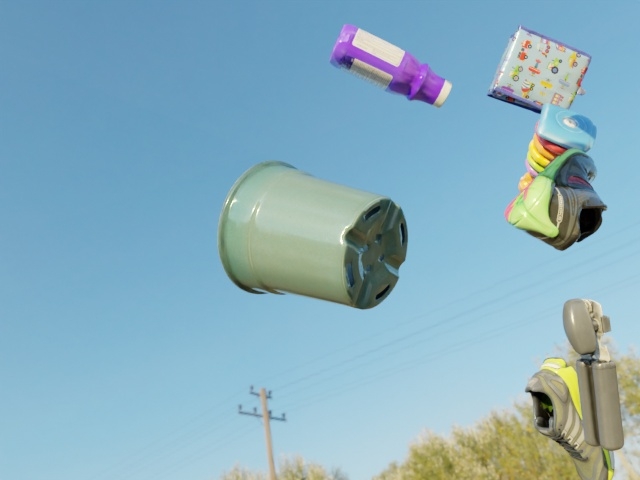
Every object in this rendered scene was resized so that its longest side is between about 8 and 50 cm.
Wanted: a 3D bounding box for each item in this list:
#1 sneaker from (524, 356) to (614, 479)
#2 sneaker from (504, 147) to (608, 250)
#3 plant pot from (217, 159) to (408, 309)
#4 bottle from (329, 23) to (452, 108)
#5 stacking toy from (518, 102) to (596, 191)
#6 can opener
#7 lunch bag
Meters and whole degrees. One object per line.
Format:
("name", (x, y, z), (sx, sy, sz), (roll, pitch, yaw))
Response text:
("sneaker", (0.544, 0.421, 1.287), (0.121, 0.299, 0.111), (-22, -7, -26))
("sneaker", (0.636, -0.096, 1.509), (0.483, 0.202, 0.185), (-34, -16, -47))
("plant pot", (0.000, 0.000, 1.343), (0.334, 0.341, 0.341), (14, -12, 38))
("bottle", (0.162, -0.393, 1.323), (0.283, 0.092, 0.118), (24, -2, -5))
("stacking toy", (0.691, -0.249, 1.768), (0.166, 0.175, 0.301), (25, -40, 6))
("can opener", (0.500, 0.250, 1.085), (0.095, 0.283, 0.076), (-2, -5, -21))
("lunch bag", (0.741, -0.544, 1.909), (0.293, 0.220, 0.138), (22, 7, 4))
